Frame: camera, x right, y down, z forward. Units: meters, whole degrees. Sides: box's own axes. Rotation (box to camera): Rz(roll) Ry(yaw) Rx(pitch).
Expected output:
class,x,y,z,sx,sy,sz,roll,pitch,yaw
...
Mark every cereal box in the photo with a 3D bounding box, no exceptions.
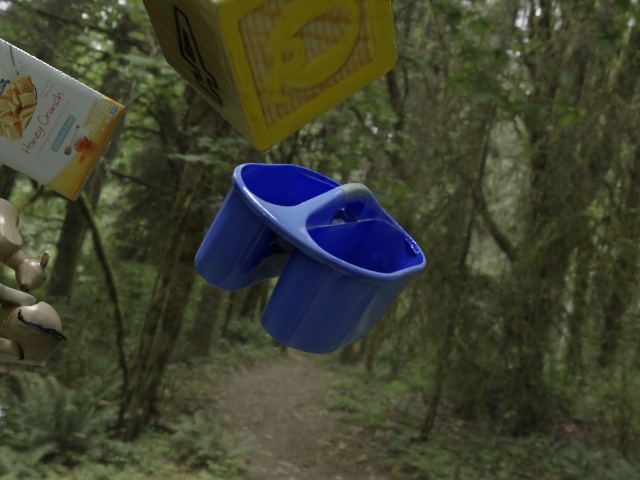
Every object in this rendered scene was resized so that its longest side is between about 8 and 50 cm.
class,x,y,z,sx,sy,sz,roll,pitch,yaw
cereal box,-0.456,-0.193,1.352,0.240,0.173,0.047,28,-6,-7

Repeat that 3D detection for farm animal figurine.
class,x,y,z,sx,sy,sz,roll,pitch,yaw
farm animal figurine,-0.476,0.106,1.221,0.327,0.330,0.172,14,-14,40

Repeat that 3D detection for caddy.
class,x,y,z,sx,sy,sz,roll,pitch,yaw
caddy,0.000,0.000,1.106,0.241,0.179,0.341,39,18,16

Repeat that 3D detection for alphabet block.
class,x,y,z,sx,sy,sz,roll,pitch,yaw
alphabet block,-0.059,-0.246,0.866,0.197,0.192,0.193,44,-17,34
